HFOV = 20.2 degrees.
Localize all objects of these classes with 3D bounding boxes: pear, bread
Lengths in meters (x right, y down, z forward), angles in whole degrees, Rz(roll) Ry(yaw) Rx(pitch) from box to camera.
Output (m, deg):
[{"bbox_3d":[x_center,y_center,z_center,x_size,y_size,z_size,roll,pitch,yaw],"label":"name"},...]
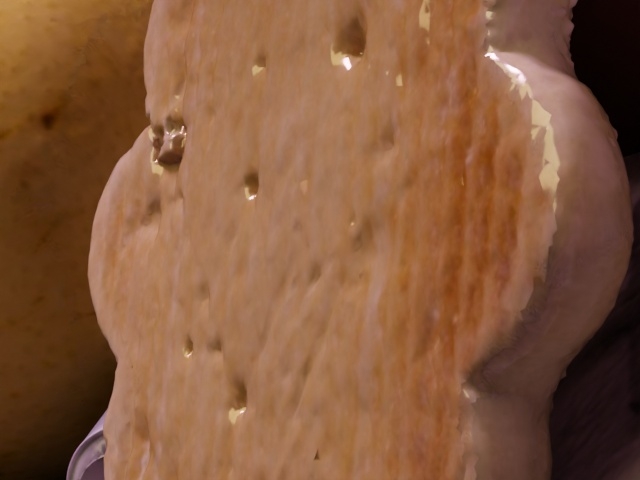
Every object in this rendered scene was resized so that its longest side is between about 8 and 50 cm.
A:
[{"bbox_3d":[-0.192,-0.020,1.063,0.348,0.348,0.348,-50,11,13],"label":"pear"},{"bbox_3d":[0.000,0.000,0.617,0.316,0.054,0.316,-22,64,57],"label":"bread"}]

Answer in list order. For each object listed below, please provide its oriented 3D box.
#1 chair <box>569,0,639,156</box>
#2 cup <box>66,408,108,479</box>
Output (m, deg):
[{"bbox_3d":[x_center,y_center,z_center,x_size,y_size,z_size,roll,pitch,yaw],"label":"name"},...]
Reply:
[{"bbox_3d":[0.050,-0.223,0.730,0.226,0.401,0.226,-44,-7,-7],"label":"chair"},{"bbox_3d":[-0.079,0.114,0.901,0.116,0.074,0.104,-69,-10,-67],"label":"cup"}]
